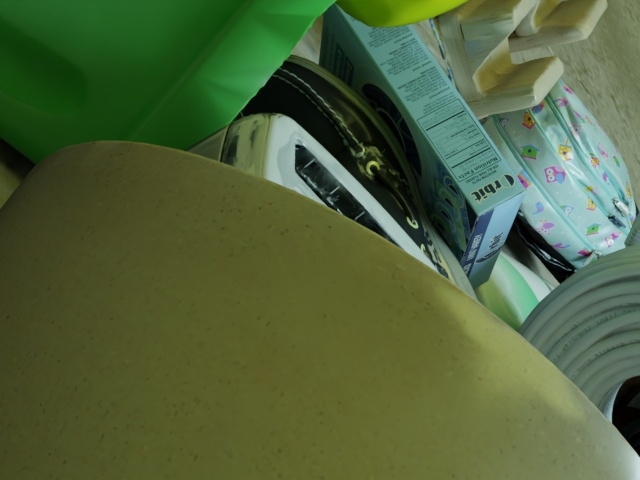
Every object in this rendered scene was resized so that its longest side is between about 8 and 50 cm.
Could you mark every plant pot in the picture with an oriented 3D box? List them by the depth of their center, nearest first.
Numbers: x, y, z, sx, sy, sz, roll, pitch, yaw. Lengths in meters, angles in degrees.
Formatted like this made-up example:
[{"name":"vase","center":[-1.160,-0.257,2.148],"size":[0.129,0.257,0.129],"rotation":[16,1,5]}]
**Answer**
[{"name":"plant pot","center":[-0.045,0.135,0.502],"size":[0.284,0.284,0.191],"rotation":[48,62,-23]}]

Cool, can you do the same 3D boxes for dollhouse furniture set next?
[{"name":"dollhouse furniture set","center":[0.076,-0.333,1.259],"size":[0.394,0.256,0.362],"rotation":[-49,125,-50]}]

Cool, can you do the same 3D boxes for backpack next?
[{"name":"backpack","center":[0.200,-0.056,1.286],"size":[0.182,0.115,0.152],"rotation":[42,13,-44]}]

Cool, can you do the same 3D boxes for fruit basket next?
[{"name":"fruit basket","center":[-0.032,-0.201,0.825],"size":[0.392,0.283,0.392],"rotation":[28,38,-25]}]

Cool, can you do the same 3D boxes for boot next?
[{"name":"boot","center":[0.002,0.000,0.912],"size":[0.236,0.085,0.178],"rotation":[57,27,-2]}]

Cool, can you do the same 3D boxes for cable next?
[{"name":"cable","center":[0.243,0.129,1.013],"size":[0.257,0.257,0.089],"rotation":[45,26,17]}]

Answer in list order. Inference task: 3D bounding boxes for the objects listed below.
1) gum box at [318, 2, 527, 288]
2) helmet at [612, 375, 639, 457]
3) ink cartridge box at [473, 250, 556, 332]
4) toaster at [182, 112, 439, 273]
[{"name":"gum box","center":[0.062,-0.066,1.018],"size":[0.184,0.041,0.157],"rotation":[58,-15,18]},{"name":"helmet","center":[0.292,0.172,1.172],"size":[0.161,0.169,0.169],"rotation":[31,33,-18]},{"name":"ink cartridge box","center":[0.129,0.009,1.182],"size":[0.181,0.056,0.224],"rotation":[29,39,-50]},{"name":"toaster","center":[-0.036,0.039,0.717],"size":[0.227,0.146,0.129],"rotation":[46,27,-26]}]
